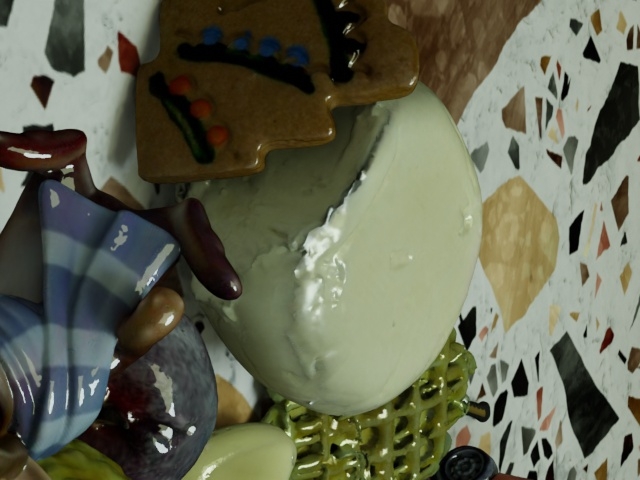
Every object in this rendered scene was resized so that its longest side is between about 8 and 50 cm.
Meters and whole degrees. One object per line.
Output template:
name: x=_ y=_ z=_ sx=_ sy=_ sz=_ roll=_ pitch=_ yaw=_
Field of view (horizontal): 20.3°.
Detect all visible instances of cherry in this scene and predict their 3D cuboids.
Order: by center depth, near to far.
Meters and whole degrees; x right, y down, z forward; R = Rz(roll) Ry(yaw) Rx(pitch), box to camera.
cherry: x=-0.175 y=0.140 z=1.572 sx=0.195 sy=0.195 sz=0.195 roll=-14 pitch=107 yaw=-55

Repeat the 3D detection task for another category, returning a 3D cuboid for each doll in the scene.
doll: x=-0.253 y=0.060 z=1.339 sx=0.209 sy=0.318 sz=0.339 roll=85 pitch=28 yaw=-43

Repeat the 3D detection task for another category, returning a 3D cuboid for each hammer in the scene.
hammer: x=0.161 y=0.206 z=2.239 sx=0.201 sy=0.021 sz=0.078 roll=26 pitch=74 yaw=-55

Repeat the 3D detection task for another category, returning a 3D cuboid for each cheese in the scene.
cheese: x=-0.132 y=0.241 z=1.764 sx=0.255 sy=0.050 sz=0.127 roll=6 pitch=106 yaw=-47

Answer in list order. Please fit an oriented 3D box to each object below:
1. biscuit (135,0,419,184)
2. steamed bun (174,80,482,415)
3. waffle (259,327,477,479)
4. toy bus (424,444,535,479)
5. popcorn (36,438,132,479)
biscuit: x=-0.059 y=-0.165 z=1.653 sx=0.301 sy=0.278 sz=0.043 roll=-51 pitch=157 yaw=-8
steamed bun: x=0.000 y=0.000 z=1.768 sx=0.334 sy=0.233 sz=0.312 roll=-52 pitch=139 yaw=-27
waffle: x=0.059 y=0.178 z=1.981 sx=0.297 sy=0.073 sz=0.317 roll=-58 pitch=137 yaw=-18
toy bus: x=0.255 y=0.399 z=2.050 sx=0.233 sy=0.427 sz=0.203 roll=-56 pitch=138 yaw=-31
popcorn: x=-0.225 y=0.305 z=1.428 sx=0.247 sy=0.282 sz=0.282 roll=-93 pitch=172 yaw=-63
